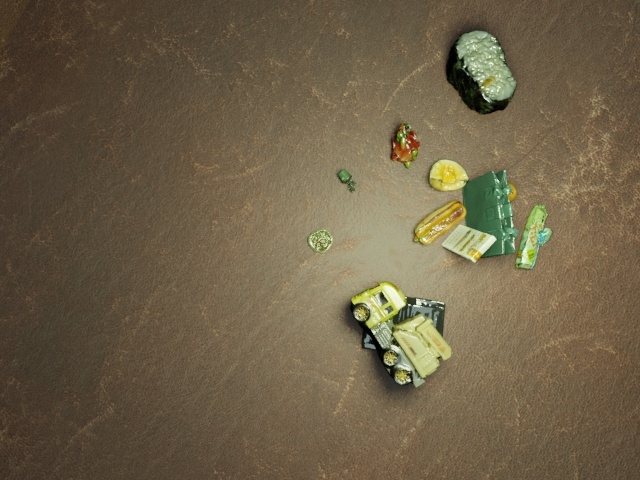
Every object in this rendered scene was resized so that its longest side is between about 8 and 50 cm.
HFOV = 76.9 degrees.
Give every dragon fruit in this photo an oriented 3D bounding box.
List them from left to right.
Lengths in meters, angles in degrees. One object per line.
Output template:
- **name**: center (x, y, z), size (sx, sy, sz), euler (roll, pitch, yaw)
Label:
- **dragon fruit**: center (0.348, -0.408, 1.697), size (0.139, 0.174, 0.142), euler (-36, 54, -11)

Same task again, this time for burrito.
- **burrito**: center (0.889, -0.006, 1.665), size (0.105, 0.054, 0.287), euler (17, 86, 3)

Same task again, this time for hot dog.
- **hot dog**: center (0.488, -0.075, 1.677), size (0.250, 0.076, 0.104), euler (-38, 105, 2)

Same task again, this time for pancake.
- **pancake**: center (0.001, -0.001, 1.707), size (0.108, 0.017, 0.107), euler (0, 89, 0)

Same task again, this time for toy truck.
- **toy truck**: center (0.302, 0.346, 1.552), size (0.254, 0.181, 0.404), euler (-35, 80, 7)

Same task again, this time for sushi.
- **sushi**: center (0.662, -0.688, 1.676), size (0.211, 0.171, 0.349), euler (-30, 85, -3)

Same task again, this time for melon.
- **melon**: center (0.530, -0.272, 1.694), size (0.161, 0.079, 0.128), euler (3, 67, 3)

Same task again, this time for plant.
- **plant**: center (0.121, -0.252, 1.710), size (0.051, 0.051, 0.102), euler (-38, 89, -2)

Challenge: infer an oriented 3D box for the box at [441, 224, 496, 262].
- **box**: center (0.577, 0.008, 1.589), size (0.032, 0.220, 0.122), euler (42, 91, -19)

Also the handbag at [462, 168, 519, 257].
- **handbag**: center (0.667, -0.096, 1.589), size (0.090, 0.238, 0.325), euler (-2, 85, -9)

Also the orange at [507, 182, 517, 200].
- **orange**: center (0.775, -0.201, 1.678), size (0.084, 0.070, 0.083), euler (0, 88, -2)

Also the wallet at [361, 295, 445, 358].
- **wallet**: center (0.342, 0.343, 1.655), size (0.324, 0.041, 0.246), euler (7, 85, 5)
